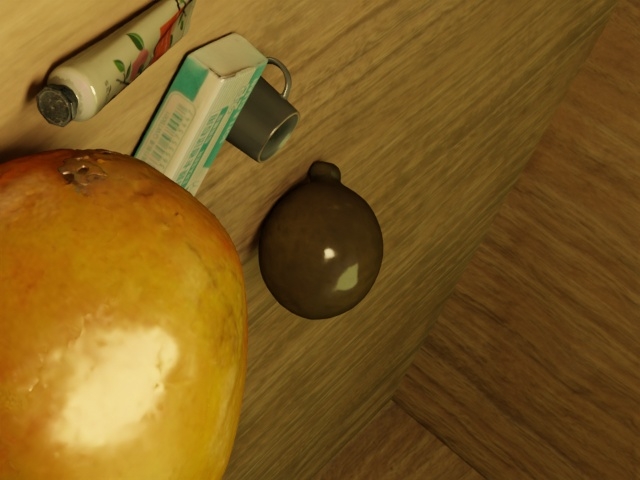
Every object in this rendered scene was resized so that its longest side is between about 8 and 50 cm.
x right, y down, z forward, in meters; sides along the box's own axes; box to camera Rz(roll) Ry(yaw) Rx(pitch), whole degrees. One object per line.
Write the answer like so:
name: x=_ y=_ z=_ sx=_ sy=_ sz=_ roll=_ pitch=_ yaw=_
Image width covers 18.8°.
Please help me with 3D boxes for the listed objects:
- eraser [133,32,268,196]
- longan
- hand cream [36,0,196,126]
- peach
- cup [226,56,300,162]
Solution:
eraser: x=-0.136 y=-0.097 z=1.902 sx=0.095 sy=0.052 sz=0.225 roll=-36 pitch=161 yaw=-57
longan: x=0.000 y=0.000 z=2.468 sx=0.185 sy=0.159 sz=0.204 roll=147 pitch=-53 yaw=-76
hand cream: x=-0.163 y=-0.162 z=1.649 sx=0.234 sy=0.050 sz=0.080 roll=-46 pitch=165 yaw=-48
peach: x=-0.212 y=0.113 z=1.593 sx=0.372 sy=0.289 sz=0.373 roll=14 pitch=90 yaw=-76
cup: x=-0.063 y=-0.138 z=1.984 sx=0.100 sy=0.077 sz=0.078 roll=-53 pitch=168 yaw=9
